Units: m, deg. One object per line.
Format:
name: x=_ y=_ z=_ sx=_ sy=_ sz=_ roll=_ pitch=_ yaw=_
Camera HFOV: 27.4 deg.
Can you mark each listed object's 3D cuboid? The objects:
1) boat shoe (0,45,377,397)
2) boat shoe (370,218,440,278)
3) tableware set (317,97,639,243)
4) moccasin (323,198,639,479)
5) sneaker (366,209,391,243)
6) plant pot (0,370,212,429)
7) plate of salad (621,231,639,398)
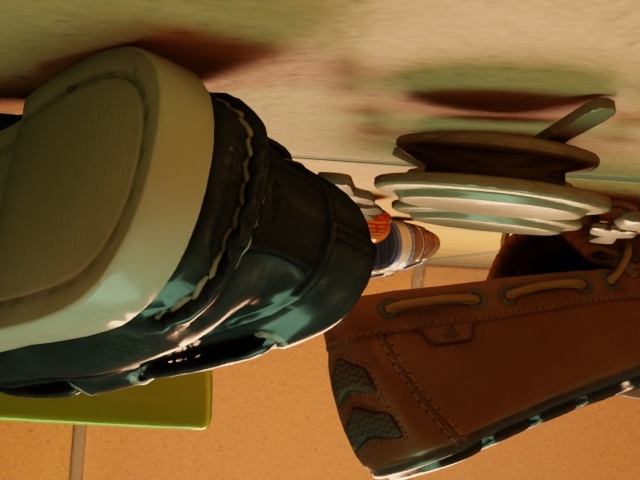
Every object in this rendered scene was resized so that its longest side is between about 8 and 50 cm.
boat shoe: x=-0.099 y=0.004 z=0.529 sx=0.113 sy=0.127 sz=0.340 roll=19 pitch=161 yaw=-31
boat shoe: x=0.047 y=0.013 z=1.306 sx=0.066 sy=0.066 sz=0.183 roll=3 pitch=178 yaw=-34
tableware set: x=0.070 y=-0.028 z=0.540 sx=0.128 sy=0.039 sz=0.194 roll=6 pitch=178 yaw=6
moccasin: x=0.165 y=0.038 z=0.881 sx=0.380 sy=0.147 sz=0.139 roll=-16 pitch=171 yaw=-27
sneaker: x=0.000 y=0.000 z=1.035 sx=0.064 sy=0.067 sz=0.175 roll=7 pitch=175 yaw=-30
plant pot: x=-0.210 y=0.065 z=1.257 sx=0.227 sy=0.207 sz=0.228 roll=4 pitch=178 yaw=-6
plate of salad: x=0.238 y=0.044 z=1.027 sx=0.200 sy=0.048 sz=0.199 roll=7 pitch=-140 yaw=-6
